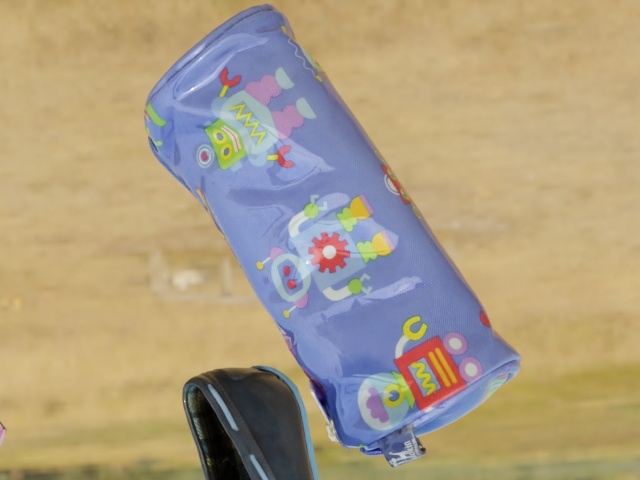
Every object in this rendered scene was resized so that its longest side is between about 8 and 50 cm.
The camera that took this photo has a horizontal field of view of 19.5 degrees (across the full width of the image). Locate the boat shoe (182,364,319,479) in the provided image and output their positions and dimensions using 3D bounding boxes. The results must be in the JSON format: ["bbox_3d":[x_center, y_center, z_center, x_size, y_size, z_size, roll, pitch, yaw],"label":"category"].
[{"bbox_3d":[-0.046,0.210,1.258,0.089,0.258,0.109,8,140,-39],"label":"boat shoe"}]

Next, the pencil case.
[{"bbox_3d":[0.000,0.000,1.205,0.133,0.306,0.119,-34,172,7],"label":"pencil case"}]

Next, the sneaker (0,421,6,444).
[{"bbox_3d":[-0.198,0.101,0.872,0.072,0.077,0.178,18,164,17],"label":"sneaker"}]
